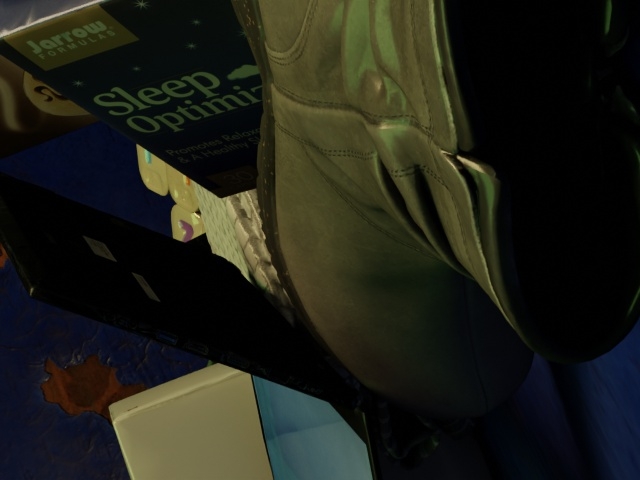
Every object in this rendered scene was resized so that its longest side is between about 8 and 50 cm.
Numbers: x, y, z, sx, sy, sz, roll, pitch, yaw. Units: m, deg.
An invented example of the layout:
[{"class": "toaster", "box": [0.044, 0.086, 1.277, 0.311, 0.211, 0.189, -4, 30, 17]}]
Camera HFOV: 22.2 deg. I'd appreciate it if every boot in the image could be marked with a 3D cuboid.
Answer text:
[{"class": "boot", "box": [0.054, -0.008, 0.657, 0.223, 0.118, 0.338, 49, 166, 52]}]

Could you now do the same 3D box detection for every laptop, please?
[{"class": "laptop", "box": [-0.073, 0.088, 0.857, 0.136, 0.264, 0.234, -66, 24, 6]}]

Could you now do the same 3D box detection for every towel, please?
[{"class": "towel", "box": [0.000, 0.000, 1.055, 0.235, 0.121, 0.283, 82, 166, -58]}]

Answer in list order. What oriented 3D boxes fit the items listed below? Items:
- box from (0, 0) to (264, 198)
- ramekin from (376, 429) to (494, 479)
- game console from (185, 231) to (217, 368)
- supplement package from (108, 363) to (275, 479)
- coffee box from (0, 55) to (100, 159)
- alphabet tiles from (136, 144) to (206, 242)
[{"class": "box", "box": [-0.059, -0.090, 0.783, 0.225, 0.136, 0.036, 35, -130, -48]}, {"class": "ramekin", "box": [0.045, 0.191, 1.233, 0.273, 0.127, 0.273, 157, 90, -83]}, {"class": "game console", "box": [-0.075, 0.056, 1.209, 0.122, 0.071, 0.107, -30, -36, -62]}, {"class": "supplement package", "box": [-0.061, 0.177, 1.071, 0.105, 0.105, 0.179, -177, 67, -82]}, {"class": "coffee box", "box": [-0.240, -0.196, 1.503, 0.168, 0.297, 0.119, 78, 168, -58]}, {"class": "alphabet tiles", "box": [-0.086, -0.078, 1.378, 0.284, 0.021, 0.278, 27, 127, 52]}]
